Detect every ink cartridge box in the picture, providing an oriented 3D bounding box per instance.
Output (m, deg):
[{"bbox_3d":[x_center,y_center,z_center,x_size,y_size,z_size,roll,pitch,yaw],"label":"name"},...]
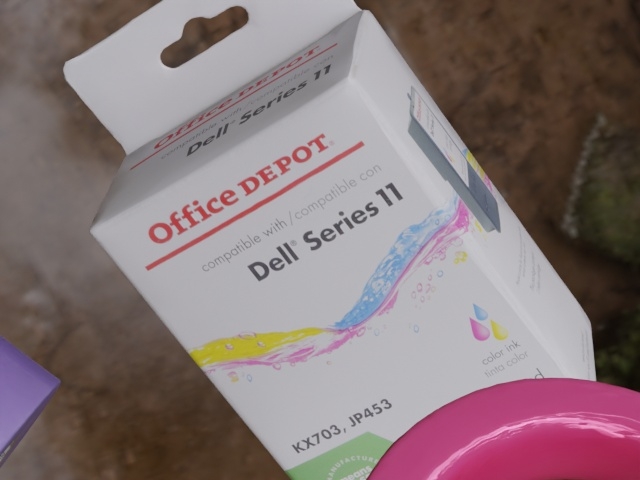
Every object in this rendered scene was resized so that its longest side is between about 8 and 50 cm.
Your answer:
[{"bbox_3d":[0.000,0.000,1.173,0.353,0.207,0.119,52,22,-20],"label":"ink cartridge box"}]

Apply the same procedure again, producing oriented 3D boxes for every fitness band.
[{"bbox_3d":[0.090,0.162,0.641,0.209,0.054,0.291,20,44,13],"label":"fitness band"}]

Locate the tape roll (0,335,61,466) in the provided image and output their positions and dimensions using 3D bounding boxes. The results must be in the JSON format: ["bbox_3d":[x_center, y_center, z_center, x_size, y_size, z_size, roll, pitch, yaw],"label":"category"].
[{"bbox_3d":[-0.198,0.111,0.773,0.080,0.189,0.189,38,56,-1],"label":"tape roll"}]
